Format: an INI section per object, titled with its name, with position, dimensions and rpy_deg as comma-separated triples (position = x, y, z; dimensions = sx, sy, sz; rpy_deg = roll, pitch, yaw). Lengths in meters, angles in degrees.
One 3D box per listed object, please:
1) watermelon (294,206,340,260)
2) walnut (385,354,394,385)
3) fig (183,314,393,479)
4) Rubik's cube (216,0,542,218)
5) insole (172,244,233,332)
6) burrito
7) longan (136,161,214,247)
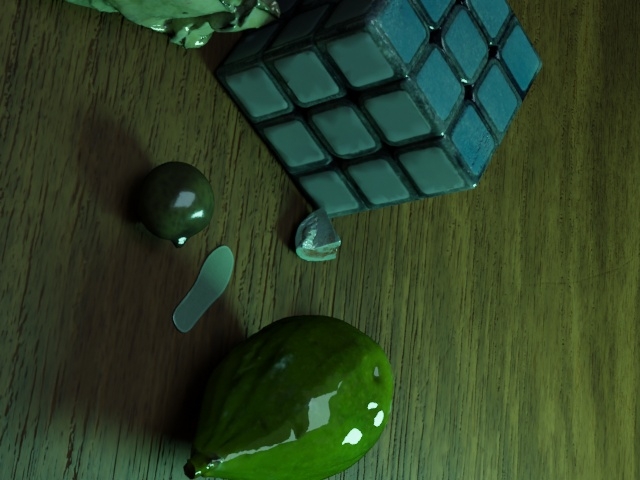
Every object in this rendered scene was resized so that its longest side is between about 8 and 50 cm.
[watermelon]
position = 0.000, 0.000, 1.908
dimensions = 0.085, 0.061, 0.085
rpy_deg = -3, 94, -54
[walnut]
position = 0.058, 0.204, 1.905
dimensions = 0.105, 0.105, 0.124
rpy_deg = -46, 116, -42
[fig]
position = -0.063, 0.206, 1.692
dimensions = 0.314, 0.233, 0.233
rpy_deg = 7, 77, -37
[Rubik's cube]
position = 0.090, -0.251, 1.881
dimensions = 0.301, 0.303, 0.305
rpy_deg = 53, 47, -27
[insole]
position = -0.157, 0.065, 1.768
dimensions = 0.053, 0.002, 0.153
rpy_deg = 56, 47, -24
[burrito]
position = -0.214, -0.334, 1.658
dimensions = 0.347, 0.175, 0.107
rpy_deg = 15, 58, -45
[longan]
position = -0.188, -0.046, 1.689
dimensions = 0.113, 0.092, 0.113
rpy_deg = 13, 73, -48
